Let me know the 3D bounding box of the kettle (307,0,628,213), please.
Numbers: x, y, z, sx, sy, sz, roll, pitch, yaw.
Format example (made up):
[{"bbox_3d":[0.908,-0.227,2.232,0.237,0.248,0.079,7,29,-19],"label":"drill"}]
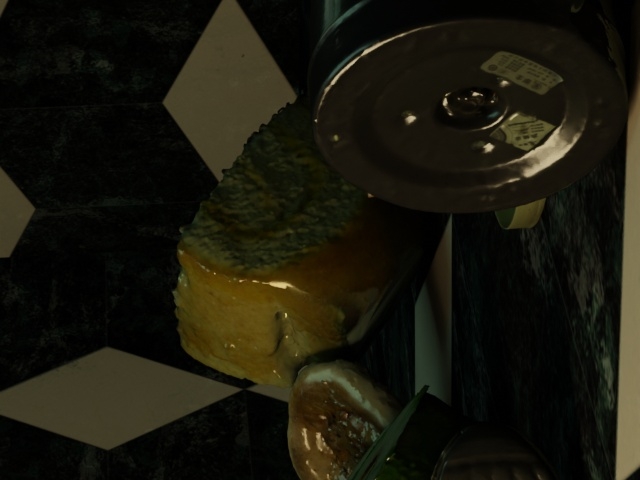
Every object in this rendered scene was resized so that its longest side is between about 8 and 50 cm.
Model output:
[{"bbox_3d":[0.119,-0.237,1.282,0.321,0.228,0.324,129,147,-47],"label":"kettle"}]

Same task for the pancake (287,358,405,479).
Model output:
[{"bbox_3d":[0.060,0.271,2.116,0.282,0.049,0.282,31,139,31],"label":"pancake"}]

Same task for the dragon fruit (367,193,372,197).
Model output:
[{"bbox_3d":[0.123,-0.102,1.849,0.147,0.096,0.102,-37,-35,-41],"label":"dragon fruit"}]

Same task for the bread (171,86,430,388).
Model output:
[{"bbox_3d":[0.008,-0.004,2.227,0.395,0.264,0.239,-52,-26,-37],"label":"bread"}]

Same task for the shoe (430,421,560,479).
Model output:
[{"bbox_3d":[0.163,0.306,1.532,0.171,0.132,0.337,-74,-21,-76],"label":"shoe"}]

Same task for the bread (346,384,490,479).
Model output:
[{"bbox_3d":[0.070,0.321,1.830,0.366,0.129,0.382,-59,-1,23],"label":"bread"}]

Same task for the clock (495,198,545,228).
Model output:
[{"bbox_3d":[0.173,-0.126,1.600,0.235,0.029,0.235,177,90,-85],"label":"clock"}]
